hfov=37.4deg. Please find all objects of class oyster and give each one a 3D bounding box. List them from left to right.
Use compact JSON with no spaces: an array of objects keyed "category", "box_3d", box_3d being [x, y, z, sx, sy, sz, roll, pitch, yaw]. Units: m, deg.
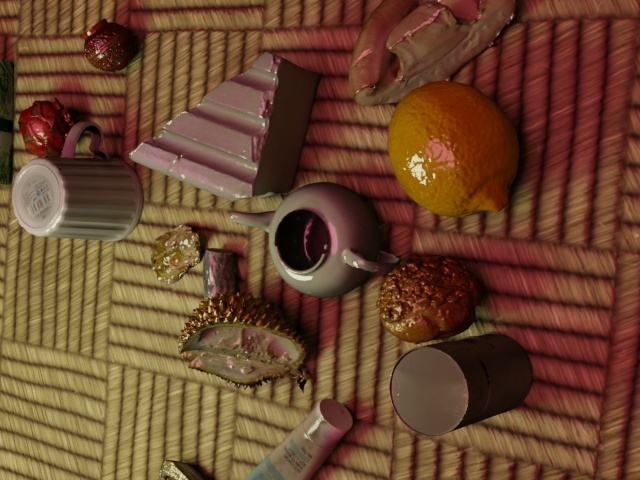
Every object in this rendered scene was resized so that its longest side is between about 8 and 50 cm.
[{"category":"oyster","box_3d":[-0.275,0.027,1.800,0.146,0.045,0.121,14,112,33]}]

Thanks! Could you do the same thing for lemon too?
[{"category":"lemon","box_3d":[0.194,-0.136,1.400,0.187,0.187,0.244,-45,63,25]}]

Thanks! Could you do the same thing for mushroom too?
[{"category":"mushroom","box_3d":[0.151,-0.333,1.454,0.286,0.156,0.151,-33,61,17]}]

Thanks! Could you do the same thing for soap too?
[{"category":"soap","box_3d":[-0.170,-0.221,1.649,0.302,0.159,0.257,21,105,29]}]

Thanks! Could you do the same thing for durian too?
[{"category":"durian","box_3d":[-0.119,0.167,1.646,0.237,0.137,0.193,31,123,-16]}]

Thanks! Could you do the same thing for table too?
[{"category":"table","box_3d":[0.207,0.205,1.373,0.126,0.220,0.126,1,91,35]}]

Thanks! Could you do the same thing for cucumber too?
[{"category":"cucumber","box_3d":[-0.185,0.068,1.726,0.064,0.064,0.112,-5,86,33]}]

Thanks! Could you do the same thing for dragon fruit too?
[{"category":"dragon fruit","box_3d":[-0.556,-0.227,1.932,0.121,0.130,0.142,26,128,-11]}]

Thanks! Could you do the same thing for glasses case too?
[{"category":"glasses case","box_3d":[-0.713,-0.256,2.043,0.062,0.095,0.272,3,93,32]}]

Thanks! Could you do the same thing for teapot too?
[{"category":"teapot","box_3d":[0.000,0.000,1.560,0.294,0.129,0.193,21,103,31]}]

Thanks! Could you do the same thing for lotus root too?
[{"category":"lotus root","box_3d":[-0.243,0.497,1.763,0.144,0.070,0.143,22,97,35]}]

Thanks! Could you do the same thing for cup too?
[{"category":"cup","box_3d":[-0.479,-0.105,1.828,0.167,0.202,0.221,-28,77,28]}]

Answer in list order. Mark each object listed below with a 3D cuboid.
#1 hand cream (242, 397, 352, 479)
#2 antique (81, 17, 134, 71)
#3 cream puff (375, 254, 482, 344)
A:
[{"category":"hand cream","box_3d":[-0.060,0.397,1.644,0.111,0.070,0.312,44,117,16]},{"category":"antique","box_3d":[-0.411,-0.377,1.843,0.104,0.104,0.104,1,91,33]},{"category":"cream puff","box_3d":[0.163,0.082,1.439,0.150,0.165,0.115,33,143,53]}]
